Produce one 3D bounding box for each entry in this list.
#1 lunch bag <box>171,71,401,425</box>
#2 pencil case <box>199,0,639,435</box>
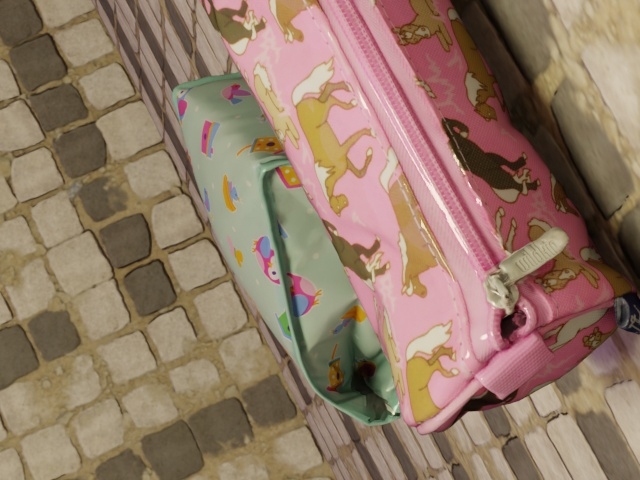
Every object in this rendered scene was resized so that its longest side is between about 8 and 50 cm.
[{"bbox_3d":[0.000,0.000,1.276,0.223,0.160,0.262,-136,28,-59],"label":"lunch bag"},{"bbox_3d":[0.036,-0.084,0.917,0.167,0.160,0.386,-38,75,45],"label":"pencil case"}]
